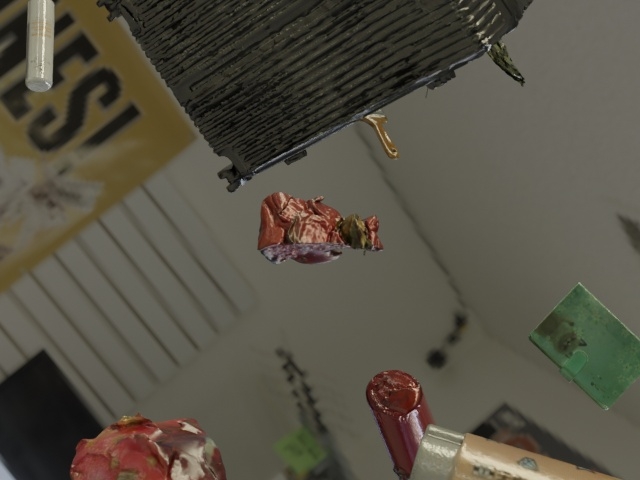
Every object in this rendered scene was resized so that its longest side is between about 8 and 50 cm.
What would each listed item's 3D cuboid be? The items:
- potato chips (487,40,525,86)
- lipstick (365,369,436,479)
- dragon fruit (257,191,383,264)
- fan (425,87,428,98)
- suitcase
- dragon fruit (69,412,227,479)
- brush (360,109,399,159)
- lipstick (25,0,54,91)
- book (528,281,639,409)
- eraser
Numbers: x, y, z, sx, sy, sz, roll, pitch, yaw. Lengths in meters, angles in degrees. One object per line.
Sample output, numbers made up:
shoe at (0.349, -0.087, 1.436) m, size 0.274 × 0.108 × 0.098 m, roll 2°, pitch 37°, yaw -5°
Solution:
potato chips at (0.305, -0.377, 2.407) m, size 0.202 × 0.029 × 0.220 m, roll 11°, pitch 57°, yaw -61°
lipstick at (0.117, 0.257, 1.668) m, size 0.073 × 0.073 × 0.279 m, roll 42°, pitch -17°, yaw 39°
dragon fruit at (0.000, 0.007, 2.077) m, size 0.092 × 0.192 × 0.122 m, roll -88°, pitch -176°, yaw -64°
fan at (0.159, -0.237, 1.995) m, size 0.003 × 0.060 × 0.080 m, roll 9°, pitch 7°, yaw 4°
suitcase at (-0.004, -0.219, 1.228) m, size 0.335 × 0.152 × 0.229 m, roll -26°, pitch -75°, yaw 37°
dragon fruit at (-0.207, 0.293, 1.657) m, size 0.161 × 0.126 × 0.274 m, roll 22°, pitch 25°, yaw -38°
brush at (0.078, -0.155, 1.874) m, size 0.170 × 0.043 × 0.014 m, roll -114°, pitch -148°, yaw -53°
lipstick at (-0.406, -0.284, 1.980) m, size 0.040 × 0.040 × 0.141 m, roll 77°, pitch 8°, yaw -68°
book at (0.339, 0.134, 1.712) m, size 0.135 × 0.103 × 0.017 m, roll 44°, pitch -11°, yaw 7°
eraser at (0.217, 0.295, 1.296) m, size 0.290 × 0.171 × 0.087 m, roll 15°, pitch -4°, yaw 9°
